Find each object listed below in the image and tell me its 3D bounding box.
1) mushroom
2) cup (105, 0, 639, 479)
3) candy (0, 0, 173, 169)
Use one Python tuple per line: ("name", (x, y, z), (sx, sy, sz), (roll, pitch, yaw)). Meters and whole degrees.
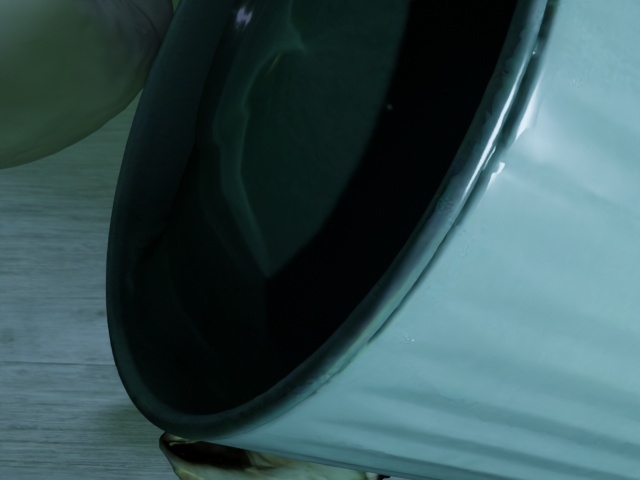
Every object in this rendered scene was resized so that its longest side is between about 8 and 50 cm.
("mushroom", (-0.046, 0.190, 1.274), (0.247, 0.130, 0.344), (28, 147, -8))
("cup", (0.113, -0.046, 0.594), (0.392, 0.401, 0.310), (22, 124, -29))
("candy", (-0.304, -0.148, 0.605), (0.427, 0.186, 0.386), (6, 157, 8))
